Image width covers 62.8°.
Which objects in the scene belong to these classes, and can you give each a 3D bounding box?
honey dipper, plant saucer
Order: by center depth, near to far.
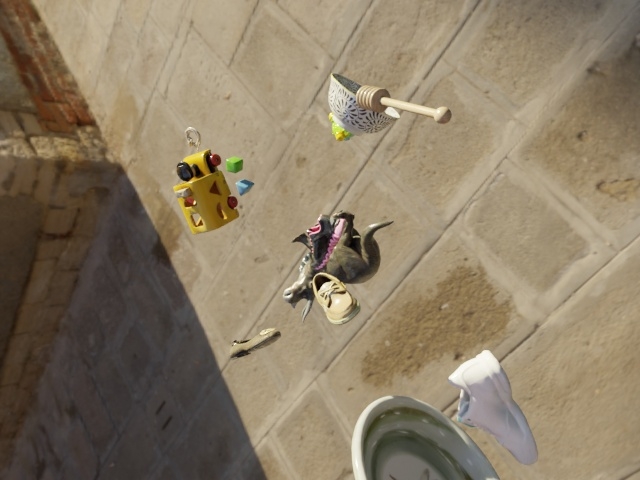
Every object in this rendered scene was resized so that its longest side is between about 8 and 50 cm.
[{"bbox_3d":[0.095,-0.157,0.607,0.161,0.031,0.030,34,117,55],"label":"honey dipper"},{"bbox_3d":[0.210,0.508,1.046,0.100,0.401,0.400,-52,60,28],"label":"plant saucer"}]

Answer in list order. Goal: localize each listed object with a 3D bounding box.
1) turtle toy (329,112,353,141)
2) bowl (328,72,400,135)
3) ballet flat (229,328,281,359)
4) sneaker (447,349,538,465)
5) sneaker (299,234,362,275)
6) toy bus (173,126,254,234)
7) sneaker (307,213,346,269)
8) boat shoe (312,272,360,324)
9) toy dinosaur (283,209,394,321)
[{"bbox_3d":[0.088,-0.330,1.463,0.130,0.066,0.095,-29,62,26],"label":"turtle toy"},{"bbox_3d":[0.076,-0.274,1.111,0.170,0.170,0.080,48,117,29],"label":"bowl"},{"bbox_3d":[-0.200,0.298,1.547,0.250,0.084,0.058,-34,70,47],"label":"ballet flat"},{"bbox_3d":[0.264,0.274,0.822,0.094,0.080,0.212,-28,105,1],"label":"sneaker"},{"bbox_3d":[0.045,0.081,1.419,0.110,0.283,0.122,32,123,28],"label":"sneaker"},{"bbox_3d":[-0.265,-0.113,1.146,0.202,0.104,0.190,34,127,14],"label":"toy bus"},{"bbox_3d":[0.000,0.000,0.908,0.057,0.047,0.119,24,128,-4],"label":"sneaker"},{"bbox_3d":[0.016,0.081,0.757,0.045,0.050,0.135,53,172,-17],"label":"boat shoe"},{"bbox_3d":[0.048,0.028,1.012,0.314,0.121,0.160,-27,97,38],"label":"toy dinosaur"}]
